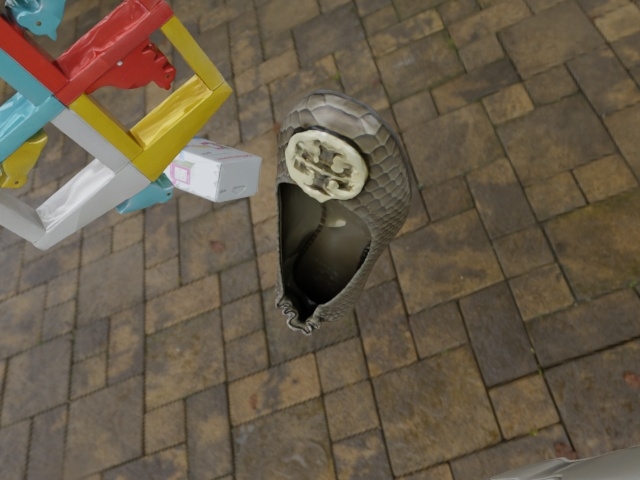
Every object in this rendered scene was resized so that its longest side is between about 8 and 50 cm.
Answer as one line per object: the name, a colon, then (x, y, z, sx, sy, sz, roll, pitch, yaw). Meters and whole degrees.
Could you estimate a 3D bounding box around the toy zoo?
toy zoo: (-0.180, -0.101, 0.486, 0.192, 0.293, 0.030, -41, 58, 1)

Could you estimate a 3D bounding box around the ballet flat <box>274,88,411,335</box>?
ballet flat: (0.000, 0.000, 0.472, 0.084, 0.250, 0.058, 33, 64, 10)

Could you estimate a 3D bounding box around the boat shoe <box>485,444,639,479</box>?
boat shoe: (0.253, 0.253, 0.682, 0.112, 0.335, 0.095, -17, 75, -14)

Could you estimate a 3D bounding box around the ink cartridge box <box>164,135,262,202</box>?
ink cartridge box: (-0.147, -0.092, 0.918, 0.123, 0.088, 0.052, 21, 110, 24)
